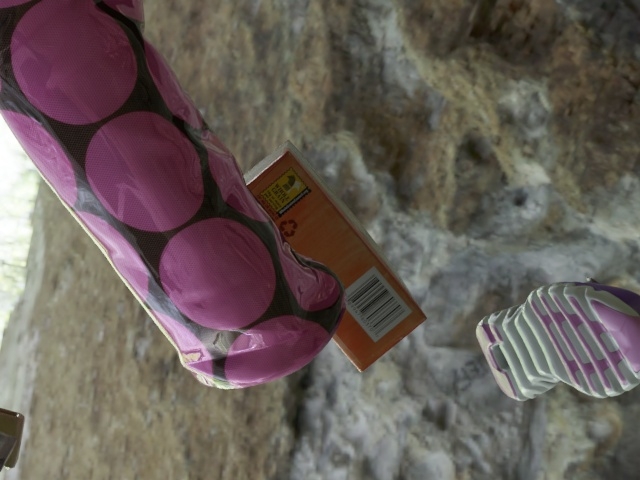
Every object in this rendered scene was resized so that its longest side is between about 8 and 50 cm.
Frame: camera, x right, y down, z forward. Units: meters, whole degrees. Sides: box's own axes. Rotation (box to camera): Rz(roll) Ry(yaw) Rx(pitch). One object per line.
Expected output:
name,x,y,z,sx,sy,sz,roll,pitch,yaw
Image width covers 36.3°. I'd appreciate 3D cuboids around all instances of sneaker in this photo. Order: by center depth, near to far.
sneaker,0.220,0.071,0.808,0.095,0.104,0.236,67,-17,4

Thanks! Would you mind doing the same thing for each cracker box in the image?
cracker box,0.000,0.000,0.786,0.067,0.156,0.232,-40,-172,3

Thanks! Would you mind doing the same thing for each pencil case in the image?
pencil case,-0.071,-0.034,0.448,0.095,0.209,0.098,-14,-154,41

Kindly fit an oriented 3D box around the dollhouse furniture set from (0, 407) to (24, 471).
dollhouse furniture set,-0.185,0.099,0.377,0.091,0.114,0.081,-176,-76,-79
